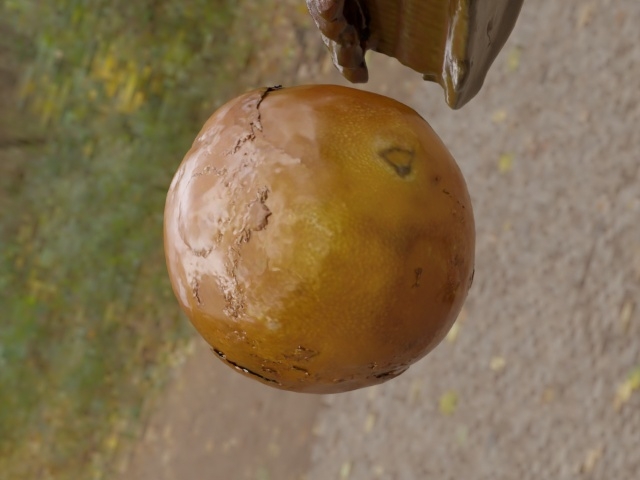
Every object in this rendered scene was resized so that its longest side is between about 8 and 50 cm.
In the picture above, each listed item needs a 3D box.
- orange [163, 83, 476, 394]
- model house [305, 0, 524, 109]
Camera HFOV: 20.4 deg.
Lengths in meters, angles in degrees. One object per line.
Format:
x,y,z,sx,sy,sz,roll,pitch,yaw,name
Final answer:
0.000,0.000,1.339,0.240,0.240,0.240,-163,90,-78,orange
0.067,-0.265,1.533,0.220,0.229,0.199,-58,-13,-23,model house
